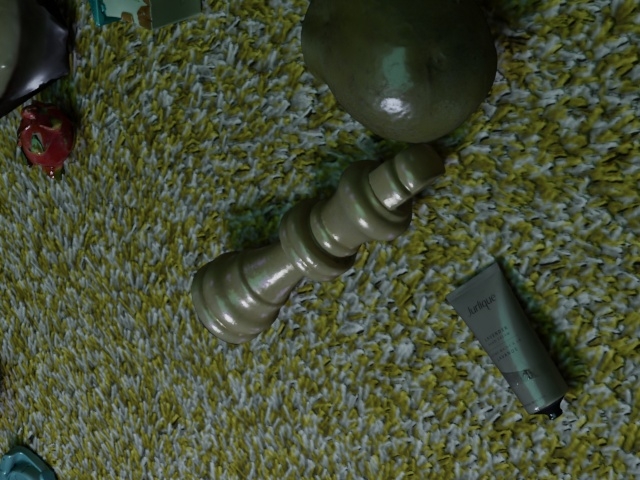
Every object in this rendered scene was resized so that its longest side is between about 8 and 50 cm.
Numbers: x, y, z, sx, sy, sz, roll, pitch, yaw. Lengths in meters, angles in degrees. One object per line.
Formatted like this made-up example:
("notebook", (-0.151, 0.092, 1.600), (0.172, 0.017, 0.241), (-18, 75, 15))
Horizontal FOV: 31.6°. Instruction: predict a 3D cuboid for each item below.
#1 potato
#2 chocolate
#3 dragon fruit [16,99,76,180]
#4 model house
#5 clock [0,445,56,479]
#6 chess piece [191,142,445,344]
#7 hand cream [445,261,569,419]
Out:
("potato", (0.077, -0.203, 1.180), (0.235, 0.160, 0.178), (29, 89, 39))
("chocolate", (-0.563, -0.293, 1.518), (0.314, 0.297, 0.326), (-17, 102, 45))
("dragon fruit", (-0.385, -0.138, 1.594), (0.081, 0.086, 0.116), (16, 118, 24))
("model house", (-0.232, -0.331, 1.379), (0.149, 0.100, 0.127), (15, 120, 32))
("clock", (-0.502, 0.436, 1.992), (0.147, 0.045, 0.108), (34, 129, 18))
("chess piece", (0.000, 0.000, 1.366), (0.397, 0.117, 0.117), (-34, 90, 40))
("hand cream", (0.222, 0.123, 1.303), (0.087, 0.054, 0.186), (-38, 80, 38))
